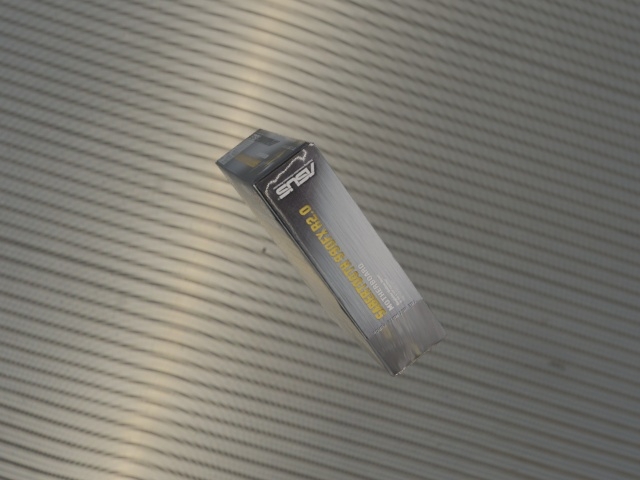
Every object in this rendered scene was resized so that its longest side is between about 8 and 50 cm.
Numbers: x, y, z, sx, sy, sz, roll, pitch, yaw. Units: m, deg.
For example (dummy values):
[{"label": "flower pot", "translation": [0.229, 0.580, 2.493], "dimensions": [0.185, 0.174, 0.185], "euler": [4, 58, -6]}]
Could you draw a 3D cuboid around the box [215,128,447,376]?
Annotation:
[{"label": "box", "translation": [0.000, 0.000, 0.932], "dimensions": [0.056, 0.231, 0.183], "euler": [-37, 104, -5]}]
